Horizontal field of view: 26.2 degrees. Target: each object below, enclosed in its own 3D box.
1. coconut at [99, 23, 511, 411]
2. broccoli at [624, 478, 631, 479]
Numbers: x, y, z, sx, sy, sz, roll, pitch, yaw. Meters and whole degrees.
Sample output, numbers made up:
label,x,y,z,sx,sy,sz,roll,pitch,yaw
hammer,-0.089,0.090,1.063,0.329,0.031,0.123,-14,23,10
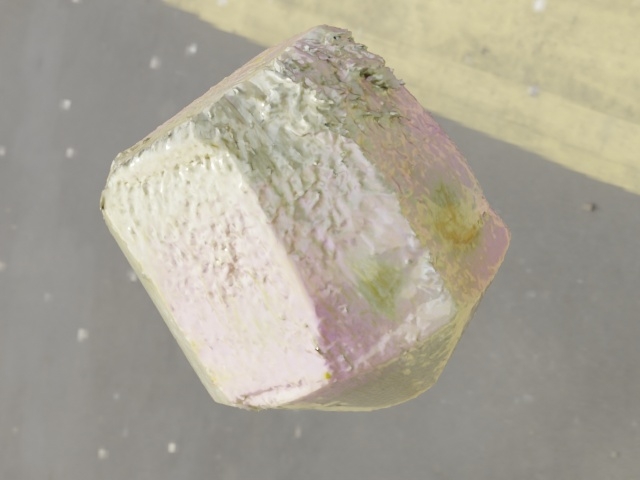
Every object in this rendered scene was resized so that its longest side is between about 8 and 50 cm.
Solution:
label,x,y,z,sx,sy,sz,roll,pitch,yaw
coconut,0.000,0.000,0.908,0.233,0.233,0.245,-26,103,46
broccoli,0.133,0.166,0.596,0.131,0.120,0.130,36,73,16
